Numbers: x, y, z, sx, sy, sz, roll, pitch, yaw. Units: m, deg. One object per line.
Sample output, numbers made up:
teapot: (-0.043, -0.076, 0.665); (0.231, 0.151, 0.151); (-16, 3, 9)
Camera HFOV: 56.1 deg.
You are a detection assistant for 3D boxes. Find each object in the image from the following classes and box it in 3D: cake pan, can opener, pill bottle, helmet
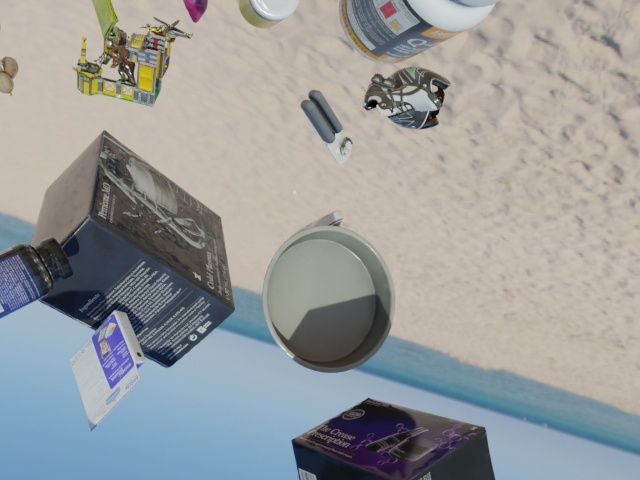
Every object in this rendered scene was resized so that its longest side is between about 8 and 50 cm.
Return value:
cake pan: (0.014, 0.117, 1.214); (0.293, 0.293, 0.054); (21, 163, -20)
can opener: (0.016, -0.319, 1.723); (0.093, 0.074, 0.280); (25, 165, 33)
pill bottle: (0.149, -0.359, 0.846); (0.162, 0.162, 0.278); (21, 174, -22)
helmet: (0.236, -0.361, 1.524); (0.161, 0.169, 0.169); (-15, -168, -38)
pill bottle: (-0.071, -0.310, 0.777); (0.065, 0.065, 0.116); (21, -177, -20)
pill bottle: (-0.631, 0.081, 1.226); (0.123, 0.219, 0.123); (37, 144, 34)

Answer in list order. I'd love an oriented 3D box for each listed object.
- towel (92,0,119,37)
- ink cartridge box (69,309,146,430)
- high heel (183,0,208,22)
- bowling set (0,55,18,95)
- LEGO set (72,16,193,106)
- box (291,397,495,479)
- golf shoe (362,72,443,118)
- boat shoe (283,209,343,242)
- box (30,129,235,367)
towel: (-0.506, -0.589, 1.347); (0.021, 0.237, 0.102); (-19, -174, -30)
ink cartridge box: (-0.510, 0.313, 1.449); (0.045, 0.206, 0.208); (21, -150, -52)
high heel: (-0.332, -0.668, 1.510); (0.082, 0.244, 0.117); (-12, 153, -28)
bowling set: (-0.787, -0.436, 1.284); (0.199, 0.154, 0.287); (-12, 133, -8)
LEGO set: (-0.516, -0.528, 1.631); (0.255, 0.331, 0.192); (19, 132, -2)
box: (0.107, 0.345, 0.938); (0.184, 0.103, 0.261); (-14, -174, -37)
golf shoe: (0.182, -0.308, 1.356); (0.198, 0.094, 0.077); (26, 173, 40)
boat shoe: (0.003, -0.002, 1.622); (0.113, 0.105, 0.306); (-26, -174, 19)
box: (-0.525, 0.021, 1.704); (0.471, 0.297, 0.480); (38, -161, -34)
